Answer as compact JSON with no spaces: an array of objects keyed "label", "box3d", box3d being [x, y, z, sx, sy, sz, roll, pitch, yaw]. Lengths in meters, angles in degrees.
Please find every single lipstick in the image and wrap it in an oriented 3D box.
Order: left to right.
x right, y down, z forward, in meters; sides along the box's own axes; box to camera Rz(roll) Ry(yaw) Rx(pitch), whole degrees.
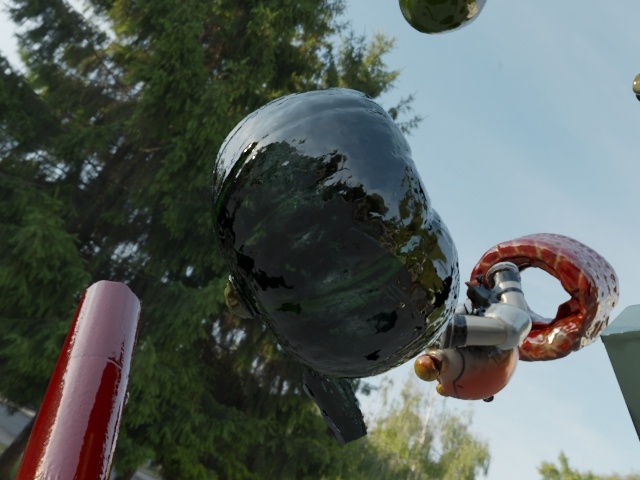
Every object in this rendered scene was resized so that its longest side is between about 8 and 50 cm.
[{"label":"lipstick","box3d":[-0.210,0.135,0.450,0.073,0.073,0.280,39,13,-27]}]

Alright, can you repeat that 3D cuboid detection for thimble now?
[{"label":"thimble","box3d":[0.599,0.149,1.354,0.230,0.350,0.350,-5,-2,-43]}]

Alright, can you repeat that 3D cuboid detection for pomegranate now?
[{"label":"pomegranate","box3d":[0.237,-0.522,0.968,0.181,0.181,0.224,11,-40,25]}]

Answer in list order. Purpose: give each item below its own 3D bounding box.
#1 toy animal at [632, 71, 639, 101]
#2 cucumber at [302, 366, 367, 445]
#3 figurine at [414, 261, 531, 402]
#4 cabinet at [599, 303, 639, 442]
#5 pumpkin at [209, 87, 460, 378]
[{"label":"toy animal","box3d":[0.572,-0.240,0.733,0.168,0.121,0.233,15,22,-27]},{"label":"cucumber","box3d":[0.022,0.314,1.000,0.193,0.085,0.115,59,-30,16]},{"label":"figurine","box3d":[0.340,0.227,1.089,0.196,0.320,0.323,40,-28,30]},{"label":"cabinet","box3d":[0.430,0.171,0.531,0.150,0.206,0.145,-22,-8,42]},{"label":"pumpkin","box3d":[0.000,0.000,0.534,0.315,0.238,0.315,61,-7,12]}]
